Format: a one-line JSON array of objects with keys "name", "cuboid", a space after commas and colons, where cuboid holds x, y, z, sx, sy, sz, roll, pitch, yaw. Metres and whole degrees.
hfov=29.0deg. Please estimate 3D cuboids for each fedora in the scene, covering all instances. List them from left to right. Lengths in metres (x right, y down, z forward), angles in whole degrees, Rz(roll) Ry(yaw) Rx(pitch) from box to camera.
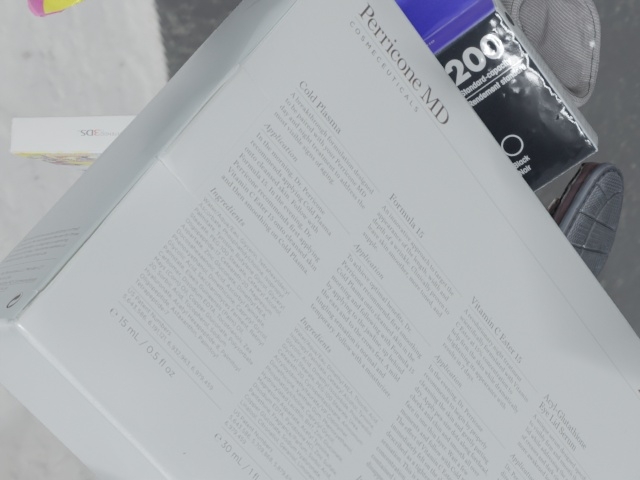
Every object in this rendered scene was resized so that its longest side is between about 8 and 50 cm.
[{"name": "fedora", "cuboid": [0.218, -0.221, 1.358, 0.124, 0.244, 0.275, 4, 163, 44]}]

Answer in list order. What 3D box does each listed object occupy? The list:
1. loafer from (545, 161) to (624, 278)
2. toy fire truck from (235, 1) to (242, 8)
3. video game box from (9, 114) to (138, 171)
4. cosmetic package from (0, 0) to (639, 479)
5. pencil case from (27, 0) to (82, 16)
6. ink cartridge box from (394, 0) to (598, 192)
[{"name": "loafer", "cuboid": [0.252, 0.045, 1.421, 0.095, 0.109, 0.303, 21, 91, 43]}, {"name": "toy fire truck", "cuboid": [-0.013, -0.239, 1.712, 0.158, 0.217, 0.246, 0, 128, 11]}, {"name": "video game box", "cuboid": [-0.220, -0.109, 1.419, 0.205, 0.187, 0.048, 0, 89, 15]}, {"name": "cosmetic package", "cuboid": [0.027, 0.072, 0.695, 0.097, 0.284, 0.377, -6, 129, 54]}, {"name": "pencil case", "cuboid": [-0.190, -0.240, 0.712, 0.104, 0.104, 0.236, -5, 129, 48]}, {"name": "ink cartridge box", "cuboid": [0.096, -0.106, 1.061, 0.206, 0.045, 0.208, -35, 100, 18]}]
